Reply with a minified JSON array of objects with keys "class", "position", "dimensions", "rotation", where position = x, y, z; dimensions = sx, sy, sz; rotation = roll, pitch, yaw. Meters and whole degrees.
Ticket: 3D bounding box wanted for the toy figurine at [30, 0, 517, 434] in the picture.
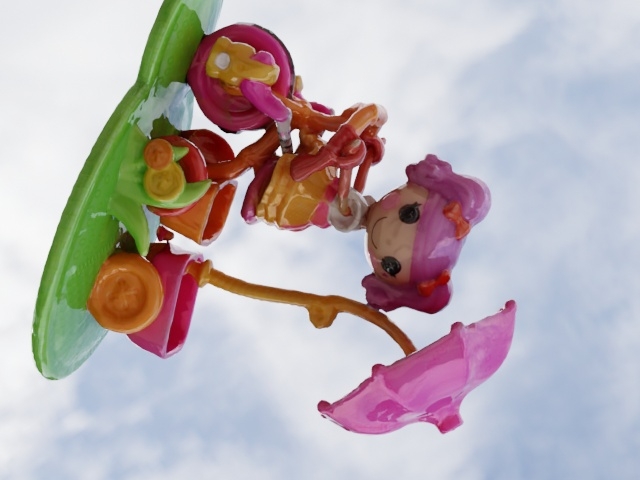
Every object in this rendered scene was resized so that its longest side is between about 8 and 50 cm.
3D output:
[{"class":"toy figurine","position":[0.000,0.000,0.684],"dimensions":[0.159,0.130,0.173],"rotation":[22,-82,8]}]
